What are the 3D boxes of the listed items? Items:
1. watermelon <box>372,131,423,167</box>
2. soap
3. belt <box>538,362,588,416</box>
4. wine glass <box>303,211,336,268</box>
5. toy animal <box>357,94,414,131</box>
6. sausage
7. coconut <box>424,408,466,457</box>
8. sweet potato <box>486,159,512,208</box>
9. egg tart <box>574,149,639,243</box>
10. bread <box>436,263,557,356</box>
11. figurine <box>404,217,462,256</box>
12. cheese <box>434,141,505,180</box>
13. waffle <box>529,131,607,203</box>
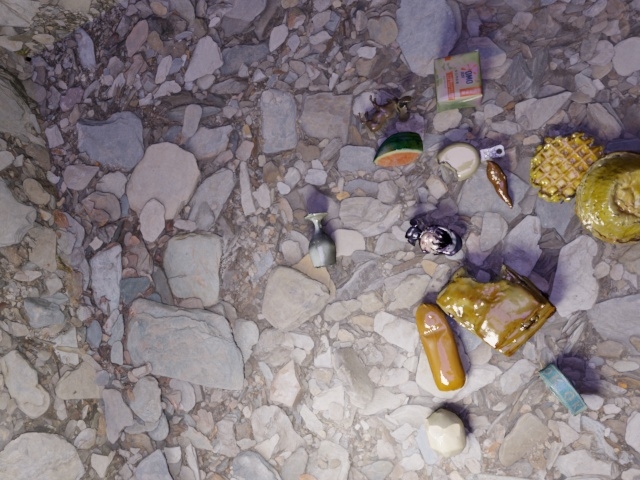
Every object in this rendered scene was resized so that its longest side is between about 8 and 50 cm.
[{"bbox_3d":[0.330,-0.414,1.798,0.230,0.128,0.146,-1,69,20],"label":"watermelon"},{"bbox_3d":[0.562,-0.648,1.709,0.181,0.138,0.200,-5,85,16],"label":"soap"},{"bbox_3d":[0.890,0.537,1.538,0.082,0.148,0.163,-36,105,10],"label":"belt"},{"bbox_3d":[0.000,0.000,1.862,0.126,0.126,0.242,-11,83,17],"label":"wine glass"},{"bbox_3d":[0.290,-0.564,1.826,0.186,0.093,0.214,41,106,20],"label":"toy animal"},{"bbox_3d":[0.481,0.421,1.689,0.134,0.116,0.354,-20,78,30],"label":"sausage"},{"bbox_3d":[0.492,0.750,1.643,0.160,0.161,0.162,-14,91,17],"label":"coconut"},{"bbox_3d":[0.724,-0.232,1.679,0.068,0.068,0.226,-27,97,14],"label":"sweet potato"},{"bbox_3d":[1.100,-0.156,1.487,0.344,0.132,0.346,0,92,9],"label":"egg tart"},{"bbox_3d":[0.668,0.242,1.600,0.370,0.191,0.314,43,100,17],"label":"bread"},{"bbox_3d":[0.471,-0.006,1.719,0.222,0.145,0.146,29,96,28],"label":"figurine"},{"bbox_3d":[0.610,-0.355,1.712,0.248,0.070,0.164,-33,79,14],"label":"cheese"},{"bbox_3d":[0.952,-0.283,1.604,0.262,0.060,0.281,5,89,18],"label":"waffle"}]
